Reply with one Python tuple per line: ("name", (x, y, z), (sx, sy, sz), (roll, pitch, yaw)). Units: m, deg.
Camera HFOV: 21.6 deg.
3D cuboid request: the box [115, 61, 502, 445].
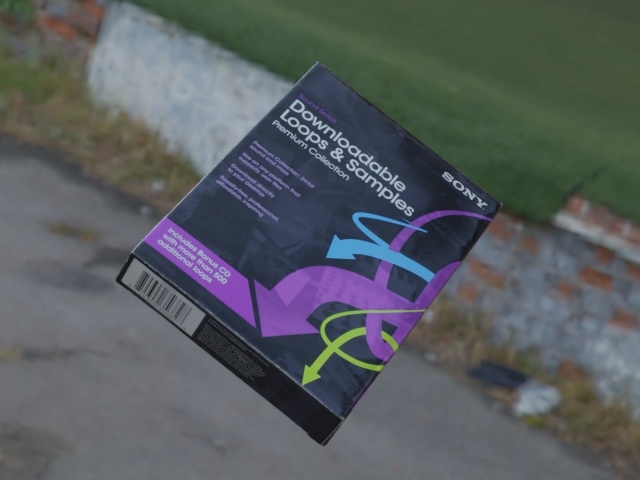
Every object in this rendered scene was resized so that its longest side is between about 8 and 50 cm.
("box", (0.000, 0.000, 0.758), (0.116, 0.029, 0.162), (38, 48, 2))
